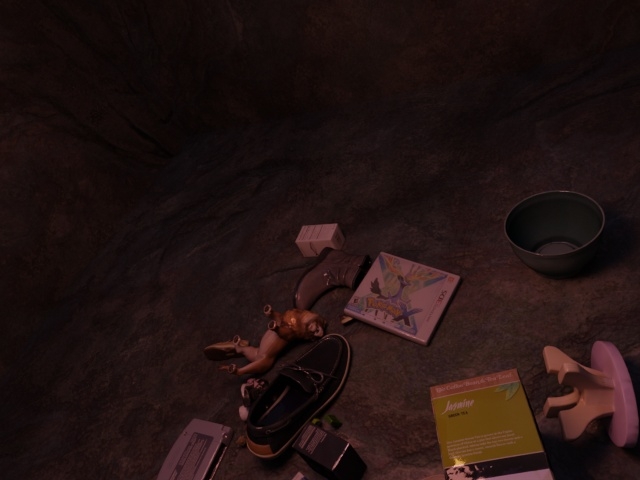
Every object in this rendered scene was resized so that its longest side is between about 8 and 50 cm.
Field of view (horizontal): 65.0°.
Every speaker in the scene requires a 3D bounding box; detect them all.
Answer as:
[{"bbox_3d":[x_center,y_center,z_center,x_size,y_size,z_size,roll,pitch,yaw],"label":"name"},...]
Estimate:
[{"bbox_3d":[-0.213,0.584,1.752,0.136,0.055,0.055,-23,38,9],"label":"speaker"}]

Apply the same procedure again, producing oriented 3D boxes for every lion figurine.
[{"bbox_3d":[-0.175,0.383,1.863,0.392,0.240,0.142,-40,48,10],"label":"lion figurine"}]

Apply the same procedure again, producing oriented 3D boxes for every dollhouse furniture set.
[{"bbox_3d":[-0.004,0.623,1.601,0.076,0.058,0.151,37,91,42],"label":"dollhouse furniture set"}]

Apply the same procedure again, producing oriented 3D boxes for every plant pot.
[{"bbox_3d":[0.776,0.003,1.661,0.293,0.196,0.293,-17,40,15],"label":"plant pot"}]

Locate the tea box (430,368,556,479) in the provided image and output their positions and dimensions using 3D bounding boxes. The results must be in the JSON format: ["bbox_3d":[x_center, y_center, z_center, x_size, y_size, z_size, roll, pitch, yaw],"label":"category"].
[{"bbox_3d":[0.424,0.539,1.176,0.220,0.329,0.323,-17,38,16],"label":"tea box"}]

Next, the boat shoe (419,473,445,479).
[{"bbox_3d":[0.213,0.740,1.296,0.335,0.095,0.112,-34,9,-11],"label":"boat shoe"}]

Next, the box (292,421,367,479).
[{"bbox_3d":[0.028,0.630,1.465,0.158,0.156,0.093,13,53,41],"label":"box"}]

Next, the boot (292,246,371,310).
[{"bbox_3d":[0.049,0.165,2.014,0.223,0.118,0.338,12,58,34],"label":"boot"}]

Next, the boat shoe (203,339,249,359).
[{"bbox_3d":[-0.375,0.434,2.024,0.190,0.068,0.072,-5,31,14],"label":"boat shoe"}]

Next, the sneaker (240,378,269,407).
[{"bbox_3d":[-0.227,0.524,1.769,0.077,0.072,0.178,-12,8,7],"label":"sneaker"}]

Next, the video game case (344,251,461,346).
[{"bbox_3d":[0.297,0.200,1.827,0.329,0.036,0.300,18,57,31],"label":"video game case"}]

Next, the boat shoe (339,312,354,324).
[{"bbox_3d":[0.138,0.261,1.880,0.152,0.056,0.049,-30,72,0],"label":"boat shoe"}]

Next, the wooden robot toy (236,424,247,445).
[{"bbox_3d":[-0.211,0.620,1.702,0.173,0.076,0.079,-30,27,-2],"label":"wooden robot toy"}]

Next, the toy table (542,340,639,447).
[{"bbox_3d":[0.678,0.386,1.286,0.161,0.252,0.274,0,35,9],"label":"toy table"}]

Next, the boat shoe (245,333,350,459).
[{"bbox_3d":[-0.063,0.478,1.656,0.187,0.156,0.500,18,45,34],"label":"boat shoe"}]

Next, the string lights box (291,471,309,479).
[{"bbox_3d":[-0.023,0.756,1.361,0.133,0.077,0.260,-46,22,-20],"label":"string lights box"}]

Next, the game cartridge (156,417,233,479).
[{"bbox_3d":[-0.439,0.759,1.701,0.198,0.062,0.297,-4,44,35],"label":"game cartridge"}]

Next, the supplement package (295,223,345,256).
[{"bbox_3d":[0.000,0.000,2.229,0.179,0.105,0.105,-4,45,30],"label":"supplement package"}]
